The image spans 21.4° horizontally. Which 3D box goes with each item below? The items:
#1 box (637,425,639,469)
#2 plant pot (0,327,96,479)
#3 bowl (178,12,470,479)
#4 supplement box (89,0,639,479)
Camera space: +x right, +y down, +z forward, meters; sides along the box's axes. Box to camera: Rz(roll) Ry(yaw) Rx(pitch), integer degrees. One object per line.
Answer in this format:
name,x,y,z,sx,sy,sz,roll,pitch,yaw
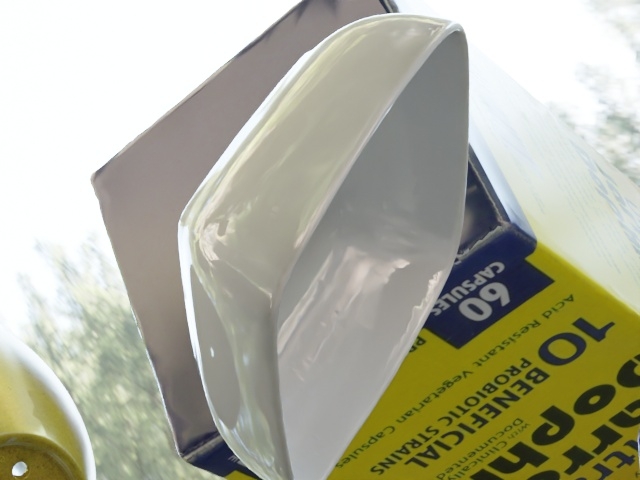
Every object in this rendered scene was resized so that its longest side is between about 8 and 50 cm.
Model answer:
box,0.153,0.084,0.565,0.072,0.137,0.126,-1,-66,19
plant pot,-0.144,0.102,0.683,0.134,0.095,0.134,-5,-81,-32
bowl,0.000,0.000,0.578,0.053,0.142,0.142,22,-125,20
supplement box,0.080,0.043,0.924,0.194,0.195,0.356,-38,-39,18
